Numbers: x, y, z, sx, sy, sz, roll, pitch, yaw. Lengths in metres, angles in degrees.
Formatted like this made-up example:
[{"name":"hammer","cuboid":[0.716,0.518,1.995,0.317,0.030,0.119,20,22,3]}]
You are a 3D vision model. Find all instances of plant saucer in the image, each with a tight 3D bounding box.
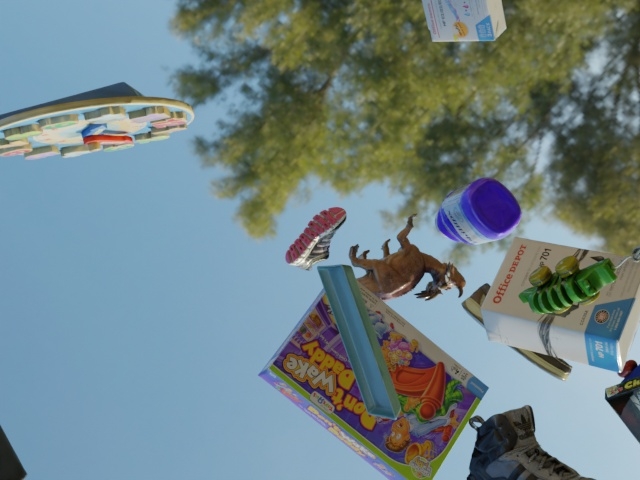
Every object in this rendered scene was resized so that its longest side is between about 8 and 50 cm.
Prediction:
[{"name":"plant saucer","cuboid":[0.047,0.116,1.079,0.018,0.067,0.192,-23,-83,-26]}]

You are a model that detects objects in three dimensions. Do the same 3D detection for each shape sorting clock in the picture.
[{"name":"shape sorting clock","cuboid":[-0.225,-0.107,0.903,0.206,0.206,0.040,-8,-97,-59]}]

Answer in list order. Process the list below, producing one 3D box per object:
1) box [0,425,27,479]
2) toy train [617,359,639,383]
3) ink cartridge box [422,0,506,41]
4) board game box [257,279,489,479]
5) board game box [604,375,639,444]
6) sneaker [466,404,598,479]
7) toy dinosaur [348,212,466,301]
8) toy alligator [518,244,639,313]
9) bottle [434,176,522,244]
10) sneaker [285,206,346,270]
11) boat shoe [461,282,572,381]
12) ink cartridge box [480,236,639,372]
[{"name":"box","cuboid":[-0.608,0.266,1.069,0.212,0.396,0.293,-87,-29,-81]},{"name":"toy train","cuboid":[0.662,0.201,1.669,0.143,0.248,0.105,-20,-119,-32]},{"name":"ink cartridge box","cuboid":[0.275,-0.463,1.870,0.061,0.181,0.104,-47,-49,-38]},{"name":"board game box","cuboid":[0.098,0.252,1.646,0.347,0.078,0.233,39,-114,-4]},{"name":"board game box","cuboid":[0.537,0.286,1.333,0.259,0.136,0.030,50,-150,-20]},{"name":"sneaker","cuboid":[0.319,0.325,1.357,0.101,0.269,0.153,-3,-92,-42]},{"name":"toy dinosaur","cuboid":[0.177,0.080,2.043,0.200,0.296,0.127,60,166,17]},{"name":"toy alligator","cuboid":[0.304,0.052,1.079,0.056,0.190,0.051,51,-134,-13]},{"name":"bottle","cuboid":[0.293,-0.049,1.799,0.118,0.092,0.283,49,170,-3]},{"name":"sneaker","cuboid":[0.000,0.000,2.026,0.075,0.170,0.063,43,180,-44]},{"name":"boat shoe","cuboid":[0.341,0.150,1.567,0.223,0.073,0.080,38,180,32]},{"name":"ink cartridge box","cuboid":[0.335,0.084,1.262,0.139,0.191,0.082,-59,-34,-29]}]
